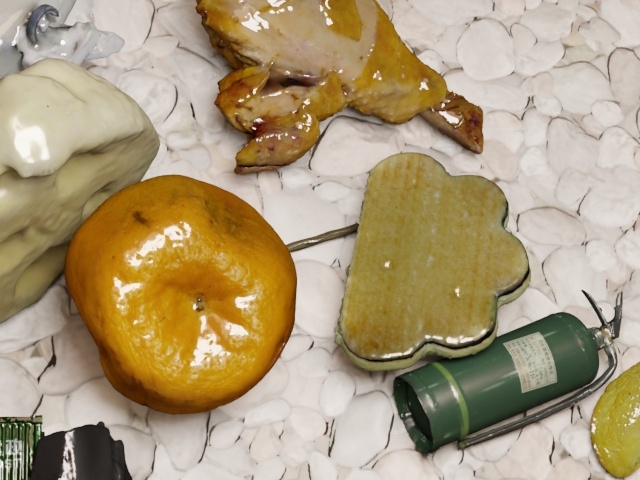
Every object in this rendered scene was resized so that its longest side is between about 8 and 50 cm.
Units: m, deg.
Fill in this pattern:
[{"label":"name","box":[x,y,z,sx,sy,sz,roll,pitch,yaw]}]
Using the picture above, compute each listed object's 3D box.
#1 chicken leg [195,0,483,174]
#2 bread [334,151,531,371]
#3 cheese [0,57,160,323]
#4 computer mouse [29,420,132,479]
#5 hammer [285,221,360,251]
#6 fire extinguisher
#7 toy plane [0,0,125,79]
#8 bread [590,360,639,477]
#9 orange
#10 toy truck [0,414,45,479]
[{"label":"chicken leg","box":[0.008,-0.182,1.433,0.409,0.182,0.295,29,72,-14]},{"label":"bread","box":[0.129,0.028,1.337,0.207,0.056,0.286,10,58,11]},{"label":"cheese","box":[-0.308,-0.035,1.205,0.115,0.318,0.326,42,80,9]},{"label":"computer mouse","box":[-0.234,0.294,1.148,0.088,0.147,0.264,0,60,22]},{"label":"hammer","box":[0.000,0.000,1.400,0.292,0.029,0.058,-17,67,-15]},{"label":"fire extinguisher","box":[0.228,0.142,1.339,0.294,0.093,0.118,-19,85,-18]},{"label":"toy plane","box":[-0.348,-0.268,1.406,0.267,0.122,0.267,-4,55,6]},{"label":"bread","box":[0.395,0.204,1.355,0.187,0.065,0.149,-30,79,-23]},{"label":"orange","box":[-0.143,0.051,1.259,0.249,0.183,0.249,-1,93,-24]},{"label":"toy truck","box":[-0.403,0.241,1.181,0.259,0.088,0.121,0,67,-12]}]
